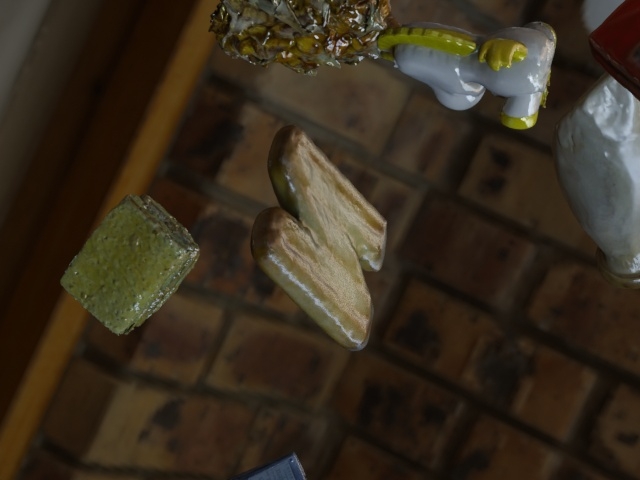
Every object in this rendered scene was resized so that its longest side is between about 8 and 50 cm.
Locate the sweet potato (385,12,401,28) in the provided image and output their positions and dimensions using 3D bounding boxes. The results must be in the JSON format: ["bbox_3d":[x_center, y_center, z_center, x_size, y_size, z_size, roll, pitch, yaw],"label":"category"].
[{"bbox_3d":[0.065,-0.325,2.125,0.179,0.044,0.044,49,-165,30],"label":"sweet potato"}]

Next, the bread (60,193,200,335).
[{"bbox_3d":[-0.271,0.032,2.276,0.138,0.196,0.102,41,-152,4],"label":"bread"}]

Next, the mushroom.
[{"bbox_3d":[0.327,-0.072,1.708,0.128,0.128,0.350,27,158,35],"label":"mushroom"}]

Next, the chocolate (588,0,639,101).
[{"bbox_3d":[0.393,-0.119,0.919,0.161,0.341,0.360,45,-173,-36],"label":"chocolate"}]

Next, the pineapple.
[{"bbox_3d":[-0.017,-0.237,1.657,0.161,0.158,0.334,51,157,5],"label":"pineapple"}]

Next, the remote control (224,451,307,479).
[{"bbox_3d":[-0.089,0.268,1.621,0.027,0.152,0.043,53,-165,-82],"label":"remote control"}]

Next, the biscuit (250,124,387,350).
[{"bbox_3d":[0.000,0.000,2.229,0.062,0.237,0.290,-10,144,30],"label":"biscuit"}]

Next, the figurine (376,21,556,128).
[{"bbox_3d":[0.138,-0.172,1.477,0.178,0.109,0.129,13,175,36],"label":"figurine"}]
